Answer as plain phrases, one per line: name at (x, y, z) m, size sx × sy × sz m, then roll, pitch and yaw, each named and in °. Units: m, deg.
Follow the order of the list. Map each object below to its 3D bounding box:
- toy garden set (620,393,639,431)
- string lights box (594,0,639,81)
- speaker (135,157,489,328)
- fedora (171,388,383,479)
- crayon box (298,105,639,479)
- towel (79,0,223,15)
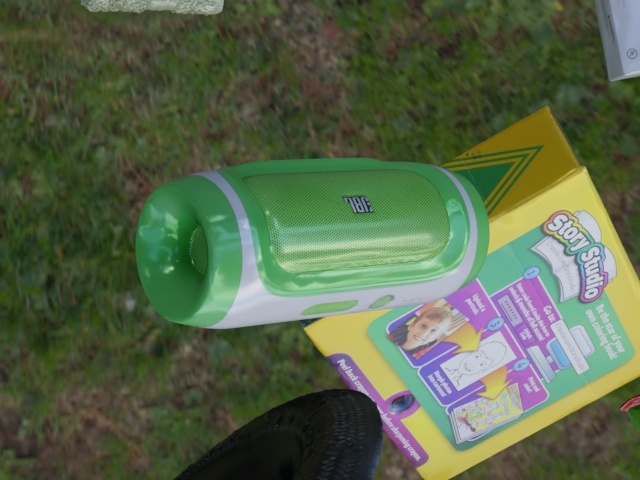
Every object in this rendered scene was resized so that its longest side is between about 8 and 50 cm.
toy garden set at (0.347, 0.111, 1.141) m, size 0.244 × 0.204 × 0.049 m, roll -17°, pitch 89°, yaw -11°
string lights box at (0.371, -0.228, 1.320) m, size 0.259 × 0.077 × 0.133 m, roll -10°, pitch 91°, yaw 1°
speaker at (0.000, 0.000, 1.262) m, size 0.296 × 0.131 × 0.131 m, roll -5°, pitch 120°, yaw -40°
fedora at (-0.042, 0.230, 0.817) m, size 0.334 × 0.334 × 0.152 m, roll -44°, pitch 100°, yaw 10°
crayon box at (0.172, 0.073, 1.601) m, size 0.313 × 0.106 × 0.363 m, roll -30°, pitch 138°, yaw 5°
towel at (-0.129, -0.203, 0.987) m, size 0.110 × 0.148 × 0.027 m, roll -5°, pitch 145°, yaw -34°
